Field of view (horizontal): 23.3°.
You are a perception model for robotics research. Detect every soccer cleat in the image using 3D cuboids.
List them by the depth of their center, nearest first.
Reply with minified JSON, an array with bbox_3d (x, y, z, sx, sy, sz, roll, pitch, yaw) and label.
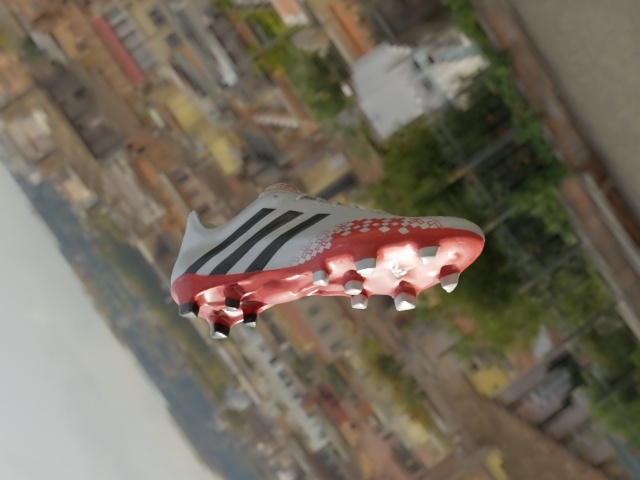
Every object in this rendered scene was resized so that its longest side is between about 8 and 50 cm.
[{"bbox_3d":[0.000,0.000,0.383,0.029,0.083,0.035,43,-139,-51],"label":"soccer cleat"}]
